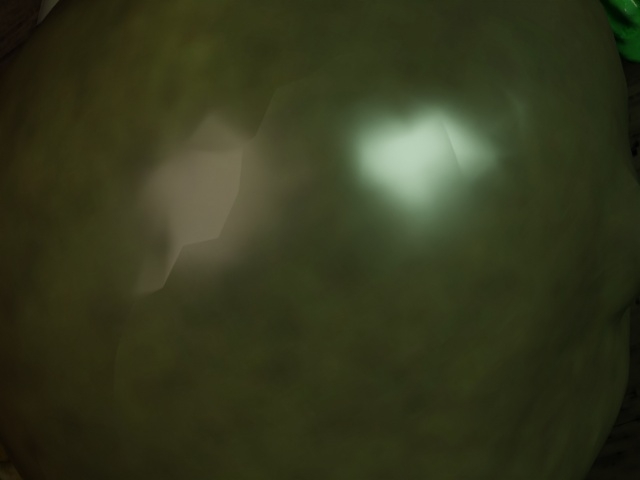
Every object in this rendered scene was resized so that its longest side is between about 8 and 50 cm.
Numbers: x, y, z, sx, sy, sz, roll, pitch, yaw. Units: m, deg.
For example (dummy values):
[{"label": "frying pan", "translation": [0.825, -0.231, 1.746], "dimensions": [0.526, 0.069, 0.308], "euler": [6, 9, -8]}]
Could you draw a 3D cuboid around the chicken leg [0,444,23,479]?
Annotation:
[{"label": "chicken leg", "translation": [-0.186, 0.114, 0.721], "dimensions": [0.361, 0.140, 0.212], "euler": [26, 135, 36]}]

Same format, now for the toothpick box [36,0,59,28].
[{"label": "toothpick box", "translation": [-0.122, -0.050, 0.721], "dimensions": [0.111, 0.111, 0.181], "euler": [11, 90, 41]}]

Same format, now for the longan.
[{"label": "longan", "translation": [-0.003, -0.003, 0.495], "dimensions": [0.297, 0.297, 0.297], "euler": [-6, 80, 40]}]

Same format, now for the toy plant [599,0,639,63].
[{"label": "toy plant", "translation": [0.106, -0.179, 0.558], "dimensions": [0.240, 0.088, 0.155], "euler": [49, 131, 41]}]
